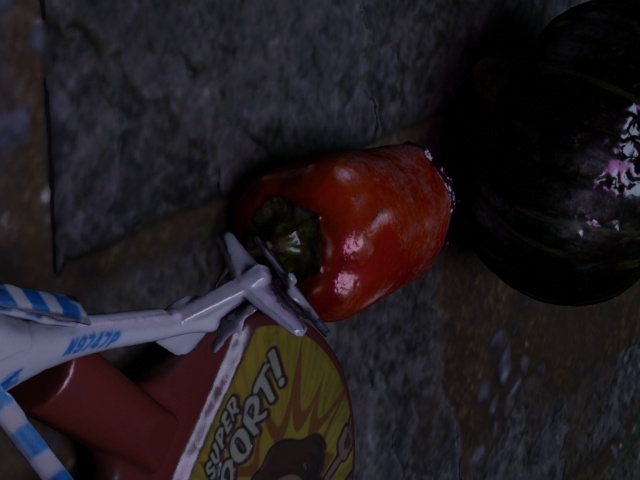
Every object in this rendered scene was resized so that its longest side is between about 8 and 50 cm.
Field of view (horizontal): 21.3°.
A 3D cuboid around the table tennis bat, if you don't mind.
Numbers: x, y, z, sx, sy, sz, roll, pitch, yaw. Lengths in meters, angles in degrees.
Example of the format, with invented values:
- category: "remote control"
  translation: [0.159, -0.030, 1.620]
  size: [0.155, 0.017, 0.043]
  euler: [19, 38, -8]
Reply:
- category: "table tennis bat"
  translation: [-0.064, 0.117, 0.858]
  size: [0.310, 0.038, 0.200]
  euler: [47, 61, -56]

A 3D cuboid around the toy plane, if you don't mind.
- category: "toy plane"
  translation: [-0.135, 0.038, 0.664]
  size: [0.107, 0.182, 0.273]
  euler: [-52, 169, 30]

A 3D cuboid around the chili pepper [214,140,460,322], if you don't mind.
- category: "chili pepper"
  translation: [0.000, 0.000, 0.868]
  size: [0.192, 0.084, 0.086]
  euler: [-20, 101, -57]

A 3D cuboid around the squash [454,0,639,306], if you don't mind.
- category: "squash"
  translation: [0.165, -0.054, 1.035]
  size: [0.193, 0.156, 0.193]
  euler: [7, 90, -77]
